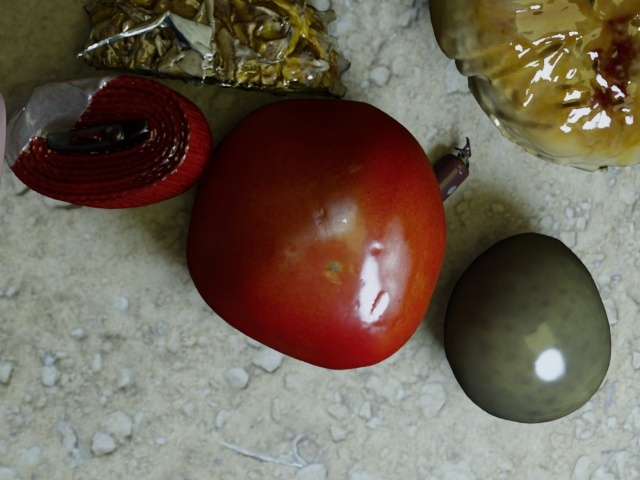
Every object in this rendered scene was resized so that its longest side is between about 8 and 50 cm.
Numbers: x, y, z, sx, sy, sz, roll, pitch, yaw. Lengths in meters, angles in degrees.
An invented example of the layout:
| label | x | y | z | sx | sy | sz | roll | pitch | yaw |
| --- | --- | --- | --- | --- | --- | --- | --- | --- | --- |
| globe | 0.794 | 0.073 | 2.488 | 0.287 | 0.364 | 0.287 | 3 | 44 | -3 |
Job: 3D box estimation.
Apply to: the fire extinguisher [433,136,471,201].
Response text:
| label | x | y | z | sx | sy | sz | roll | pitch | yaw |
| --- | --- | --- | --- | --- | --- | --- | --- | --- | --- |
| fire extinguisher | 0.131 | -0.057 | 1.884 | 0.132 | 0.039 | 0.056 | -46 | 145 | -6 |

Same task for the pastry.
| label | x | y | z | sx | sy | sz | roll | pitch | yaw |
| --- | --- | --- | --- | --- | --- | --- | --- | --- | --- |
| pastry | 0.298 | -0.281 | 1.785 | 0.409 | 0.245 | 0.409 | -4 | 105 | -17 |

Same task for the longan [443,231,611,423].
| label | x | y | z | sx | sy | sz | roll | pitch | yaw |
| --- | --- | --- | --- | --- | --- | --- | --- | --- | --- |
| longan | 0.233 | 0.103 | 1.874 | 0.196 | 0.196 | 0.220 | -15 | 111 | -17 |

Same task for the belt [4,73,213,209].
| label | x | y | z | sx | sy | sz | roll | pitch | yaw |
| --- | --- | --- | --- | --- | --- | --- | --- | --- | --- |
| belt | -0.211 | -0.097 | 1.679 | 0.201 | 0.124 | 0.128 | -4 | 85 | 12 |

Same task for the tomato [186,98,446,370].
| label | x | y | z | sx | sy | sz | roll | pitch | yaw |
| --- | --- | --- | --- | --- | --- | --- | --- | --- | --- |
| tomato | 0.000 | 0.000 | 1.737 | 0.298 | 0.226 | 0.299 | -3 | 110 | -8 |

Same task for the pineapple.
| label | x | y | z | sx | sy | sz | roll | pitch | yaw |
| --- | --- | --- | --- | --- | --- | --- | --- | --- | --- |
| pineapple | -0.092 | -0.231 | 1.700 | 0.334 | 0.158 | 0.161 | 9 | 97 | -21 |

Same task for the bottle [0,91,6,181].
| label | x | y | z | sx | sy | sz | roll | pitch | yaw |
| --- | --- | --- | --- | --- | --- | --- | --- | --- | --- |
| bottle | -0.464 | -0.103 | 1.596 | 0.297 | 0.173 | 0.206 | 6 | 68 | -19 |
